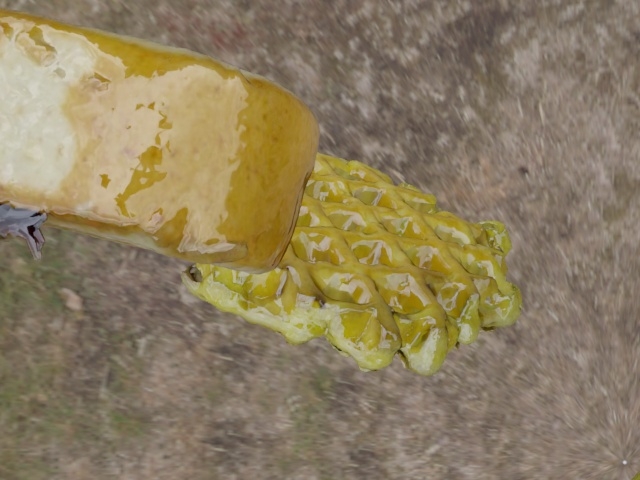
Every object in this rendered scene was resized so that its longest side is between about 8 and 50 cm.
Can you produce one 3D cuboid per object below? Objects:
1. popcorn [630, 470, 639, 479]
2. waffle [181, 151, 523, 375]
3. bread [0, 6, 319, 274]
[{"bbox_3d":[0.251,0.172,0.636,0.256,0.255,0.195,4,56,31],"label":"popcorn"},{"bbox_3d":[0.001,-0.002,0.908,0.291,0.291,0.051,27,116,15],"label":"waffle"},{"bbox_3d":[-0.077,-0.029,0.452,0.149,0.122,0.073,14,89,15],"label":"bread"}]
